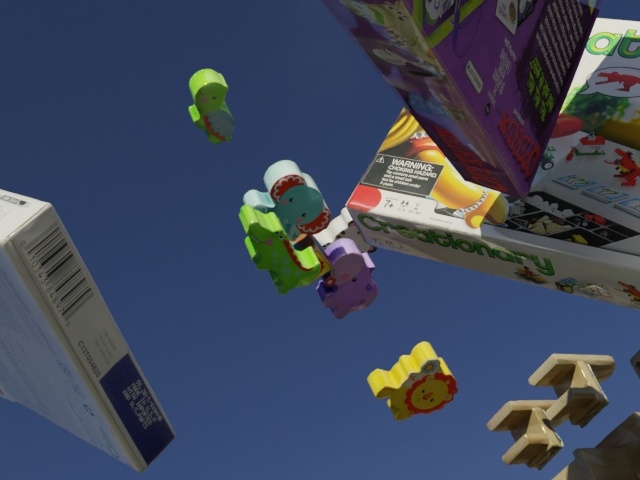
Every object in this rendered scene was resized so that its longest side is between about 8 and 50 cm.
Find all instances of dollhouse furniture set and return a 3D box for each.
[{"bbox_3d":[0.309,0.195,0.954,0.161,0.212,0.242,5,-44,-32],"label":"dollhouse furniture set"}]

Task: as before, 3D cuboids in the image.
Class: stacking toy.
[{"bbox_3d":[0.000,0.000,0.674,0.052,0.167,0.221,-34,-48,6],"label":"stacking toy"}]

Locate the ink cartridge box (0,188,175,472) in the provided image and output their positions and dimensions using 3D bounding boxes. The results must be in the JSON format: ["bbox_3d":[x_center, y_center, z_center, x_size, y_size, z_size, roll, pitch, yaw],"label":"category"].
[{"bbox_3d":[-0.227,0.050,0.768,0.045,0.224,0.223,-46,-47,-32],"label":"ink cartridge box"}]

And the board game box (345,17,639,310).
[{"bbox_3d":[0.191,-0.055,0.674,0.193,0.305,0.053,-60,-37,-24],"label":"board game box"}]

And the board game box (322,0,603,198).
[{"bbox_3d":[0.085,-0.159,0.478,0.347,0.056,0.208,34,-106,-67],"label":"board game box"}]
